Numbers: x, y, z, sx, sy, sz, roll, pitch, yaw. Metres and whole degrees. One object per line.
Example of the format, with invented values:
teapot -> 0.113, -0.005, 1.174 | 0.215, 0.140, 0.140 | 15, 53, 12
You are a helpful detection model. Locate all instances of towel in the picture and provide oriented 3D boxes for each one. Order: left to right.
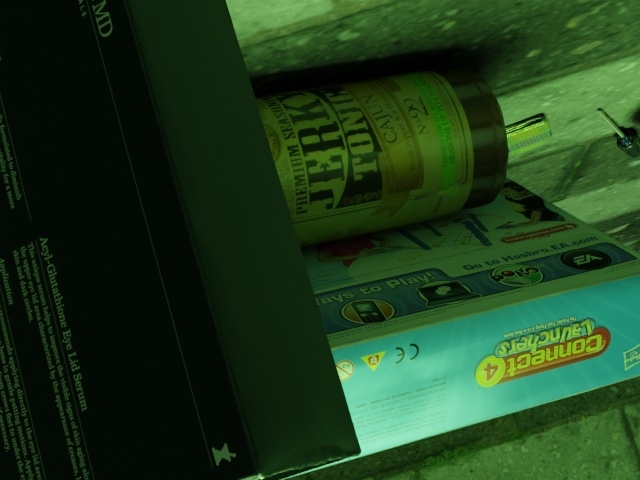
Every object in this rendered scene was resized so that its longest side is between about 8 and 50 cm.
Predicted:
towel -> 0.189, -0.097, 1.059 | 0.060, 0.009, 0.083 | -21, 167, 14

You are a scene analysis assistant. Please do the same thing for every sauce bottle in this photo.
sauce bottle -> -0.040, -0.042, 0.765 | 0.344, 0.111, 0.111 | -14, 167, -21

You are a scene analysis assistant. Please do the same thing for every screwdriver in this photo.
screwdriver -> 0.299, -0.107, 1.135 | 0.025, 0.024, 0.170 | -52, 154, 16

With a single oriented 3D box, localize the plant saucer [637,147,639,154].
plant saucer -> 0.405, -0.121, 1.092 | 0.194, 0.038, 0.195 | -13, -170, 2

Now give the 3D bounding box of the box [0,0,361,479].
box -> -0.113, 0.004, 0.531 | 0.184, 0.261, 0.103 | -23, 166, 26

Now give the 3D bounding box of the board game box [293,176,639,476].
board game box -> 0.032, 0.029, 0.836 | 0.308, 0.086, 0.302 | -12, -154, -21
